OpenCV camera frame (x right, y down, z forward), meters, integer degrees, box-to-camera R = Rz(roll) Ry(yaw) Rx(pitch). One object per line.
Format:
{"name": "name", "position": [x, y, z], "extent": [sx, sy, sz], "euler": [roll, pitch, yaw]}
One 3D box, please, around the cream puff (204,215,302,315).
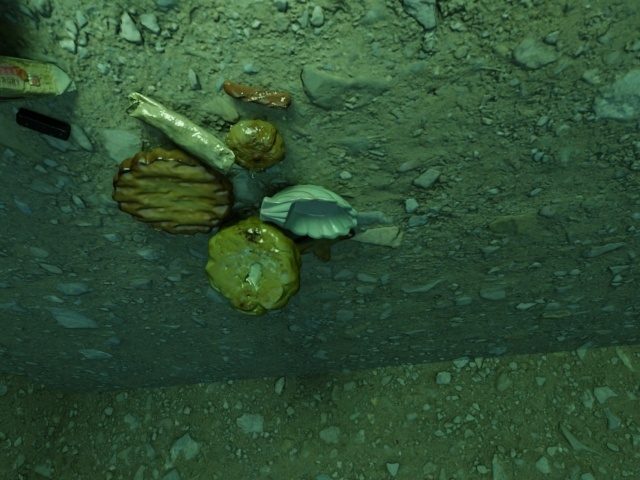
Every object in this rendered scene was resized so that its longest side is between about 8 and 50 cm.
{"name": "cream puff", "position": [-0.205, 0.070, 1.372], "extent": [0.324, 0.257, 0.291], "euler": [44, 99, -2]}

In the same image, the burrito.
{"name": "burrito", "position": [-0.328, -0.253, 0.989], "extent": [0.275, 0.059, 0.082], "euler": [30, 135, -13]}

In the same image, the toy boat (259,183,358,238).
{"name": "toy boat", "position": [-0.032, -0.094, 1.242], "extent": [0.290, 0.100, 0.199], "euler": [6, 144, -13]}

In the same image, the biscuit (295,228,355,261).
{"name": "biscuit", "position": [0.001, 0.000, 1.427], "extent": [0.164, 0.047, 0.208], "euler": [14, 143, -23]}

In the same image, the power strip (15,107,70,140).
{"name": "power strip", "position": [-0.667, -0.280, 1.004], "extent": [0.111, 0.029, 0.038], "euler": [19, 141, -24]}

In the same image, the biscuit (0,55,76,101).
{"name": "biscuit", "position": [-0.646, -0.306, 0.791], "extent": [0.186, 0.309, 0.079], "euler": [-8, 107, 7]}

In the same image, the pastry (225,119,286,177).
{"name": "pastry", "position": [-0.163, -0.237, 1.043], "extent": [0.153, 0.081, 0.153], "euler": [7, 139, 6]}

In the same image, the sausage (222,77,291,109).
{"name": "sausage", "position": [-0.145, -0.331, 0.946], "extent": [0.157, 0.042, 0.036], "euler": [10, -172, -14]}

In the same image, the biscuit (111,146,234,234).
{"name": "biscuit", "position": [-0.403, -0.138, 1.160], "extent": [0.325, 0.107, 0.326], "euler": [-4, 147, -3]}
